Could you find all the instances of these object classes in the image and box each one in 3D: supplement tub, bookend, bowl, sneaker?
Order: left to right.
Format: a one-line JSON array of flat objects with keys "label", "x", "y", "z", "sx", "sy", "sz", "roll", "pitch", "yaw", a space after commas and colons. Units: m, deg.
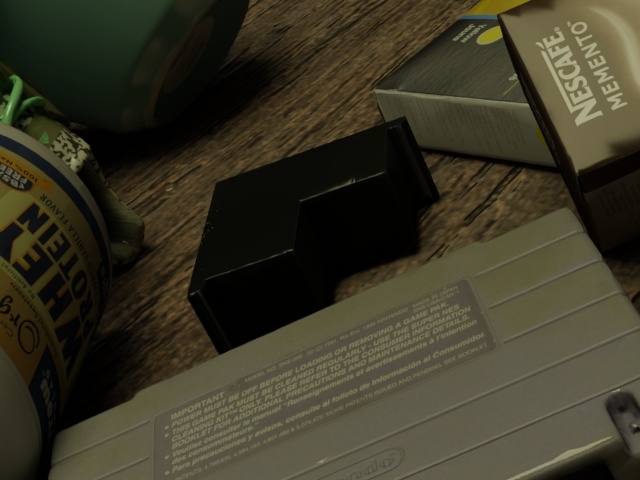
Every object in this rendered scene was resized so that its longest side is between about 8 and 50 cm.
[{"label": "supplement tub", "x": -0.277, "y": 0.077, "z": 0.858, "sx": 0.228, "sy": 0.228, "sz": 0.316, "roll": -19, "pitch": 28, "yaw": 16}, {"label": "sneaker", "x": -0.263, "y": -0.101, "z": 1.023, "sx": 0.182, "sy": 0.410, "sz": 0.158, "roll": 9, "pitch": 64, "yaw": 30}, {"label": "bowl", "x": -0.184, "y": -0.231, "z": 1.319, "sx": 0.311, "sy": 0.163, "sz": 0.311, "roll": -56, "pitch": -5, "yaw": -8}, {"label": "bookend", "x": 0.000, "y": 0.000, "z": 0.918, "sx": 0.157, "sy": 0.072, "sz": 0.156, "roll": -19, "pitch": 28, "yaw": 14}]

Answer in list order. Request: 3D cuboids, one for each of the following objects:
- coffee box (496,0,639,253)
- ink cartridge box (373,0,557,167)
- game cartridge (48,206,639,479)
[{"label": "coffee box", "x": 0.254, "y": -0.113, "z": 0.803, "sx": 0.246, "sy": 0.098, "sz": 0.141, "roll": -24, "pitch": 56, "yaw": 7}, {"label": "ink cartridge box", "x": 0.241, "y": -0.166, "z": 1.006, "sx": 0.303, "sy": 0.072, "sz": 0.307, "roll": -39, "pitch": 27, "yaw": -24}, {"label": "game cartridge", "x": 0.012, "y": 0.116, "z": 0.718, "sx": 0.355, "sy": 0.068, "sz": 0.230, "roll": -24, "pitch": 23, "yaw": 6}]
